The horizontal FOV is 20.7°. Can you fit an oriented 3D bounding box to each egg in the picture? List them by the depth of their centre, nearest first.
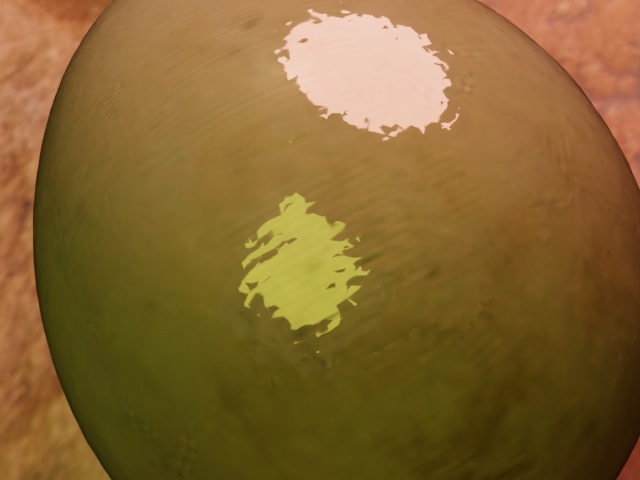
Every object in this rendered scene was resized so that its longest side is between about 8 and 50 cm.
[{"bbox_3d":[0.000,0.000,0.654,0.218,0.218,0.295,-38,46,6],"label":"egg"}]
